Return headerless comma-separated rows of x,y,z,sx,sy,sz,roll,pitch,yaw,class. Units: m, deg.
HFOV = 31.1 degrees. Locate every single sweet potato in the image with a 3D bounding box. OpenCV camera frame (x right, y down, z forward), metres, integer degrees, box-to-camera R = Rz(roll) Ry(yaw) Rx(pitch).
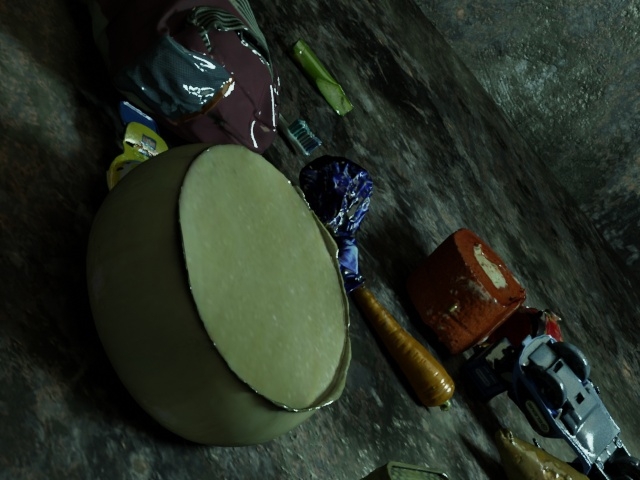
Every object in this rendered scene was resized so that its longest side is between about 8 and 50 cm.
0.394,0.429,1.882,0.337,0.131,0.131,45,24,-23,sweet potato

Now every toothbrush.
-0.140,-0.314,1.962,0.418,0.040,0.042,52,22,3,toothbrush

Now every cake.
0.257,0.088,2.064,0.177,0.151,0.283,47,19,12,cake

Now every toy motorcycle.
0.415,0.319,1.982,0.125,0.212,0.358,-34,88,-38,toy motorcycle

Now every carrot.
0.128,0.161,1.803,0.257,0.061,0.061,54,21,3,carrot

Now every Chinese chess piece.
-0.103,0.057,1.267,0.338,0.140,0.338,40,38,-40,Chinese chess piece

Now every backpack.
-0.163,-0.247,1.581,0.317,0.197,0.283,36,27,-43,backpack

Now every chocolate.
0.000,0.000,1.700,0.148,0.126,0.343,13,31,0,chocolate

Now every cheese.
-0.210,-0.069,1.405,0.156,0.064,0.250,31,34,-49,cheese

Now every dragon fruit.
0.404,0.208,2.191,0.172,0.160,0.166,33,7,-44,dragon fruit

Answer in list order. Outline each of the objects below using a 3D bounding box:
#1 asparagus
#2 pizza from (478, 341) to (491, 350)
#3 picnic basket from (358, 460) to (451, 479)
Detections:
0.001,-0.315,2.243,0.178,0.045,0.041,50,55,-16,asparagus
0.312,0.220,2.129,0.016,0.037,0.083,56,18,-44,pizza
0.098,0.388,1.292,0.165,0.139,0.267,23,38,-54,picnic basket
